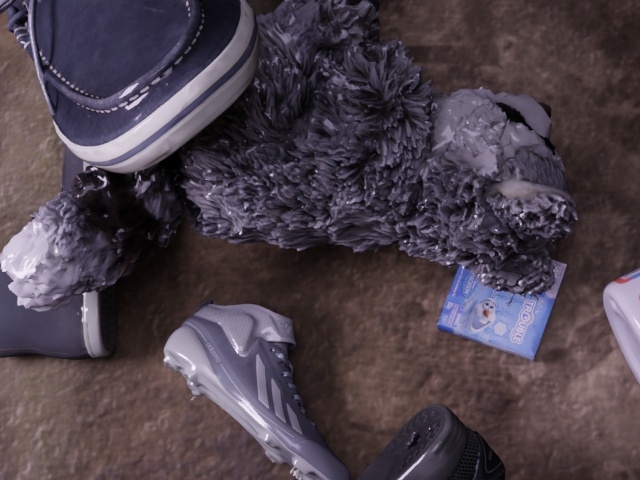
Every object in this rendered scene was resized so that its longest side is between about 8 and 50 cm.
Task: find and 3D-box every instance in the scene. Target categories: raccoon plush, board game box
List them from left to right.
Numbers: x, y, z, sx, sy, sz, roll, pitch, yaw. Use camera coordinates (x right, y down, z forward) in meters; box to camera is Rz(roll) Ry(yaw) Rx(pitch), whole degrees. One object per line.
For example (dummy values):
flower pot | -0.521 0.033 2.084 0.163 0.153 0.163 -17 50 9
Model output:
raccoon plush | 0.000 0.000 1.348 0.446 0.216 0.299 -41 74 0
board game box | 0.159 0.049 1.409 0.090 0.020 0.090 19 76 10

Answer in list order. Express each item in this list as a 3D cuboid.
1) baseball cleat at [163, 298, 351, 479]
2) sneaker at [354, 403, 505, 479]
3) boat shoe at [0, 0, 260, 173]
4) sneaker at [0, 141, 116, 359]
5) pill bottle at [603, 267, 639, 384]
baseball cleat | -0.036 0.126 1.382 0.206 0.072 0.109 39 73 10
sneaker | 0.068 0.249 1.323 0.130 0.087 0.227 39 104 -20
boat shoe | -0.184 -0.211 1.316 0.187 0.156 0.500 -38 34 6
sneaker | -0.248 -0.003 1.434 0.118 0.083 0.222 -3 74 5
pill bottle | 0.359 0.046 1.336 0.221 0.124 0.124 -25 73 -1
